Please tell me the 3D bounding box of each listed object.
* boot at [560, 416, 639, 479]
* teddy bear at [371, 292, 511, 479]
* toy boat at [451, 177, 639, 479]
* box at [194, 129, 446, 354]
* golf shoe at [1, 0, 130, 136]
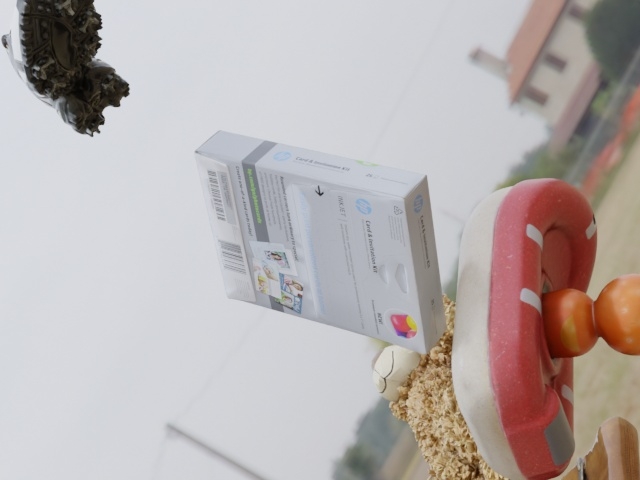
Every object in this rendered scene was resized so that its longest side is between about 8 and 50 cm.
[{"bbox_3d":[0.216,0.334,1.312,0.280,0.096,0.264,-93,22,-50],"label":"boot"},{"bbox_3d":[0.140,0.192,1.563,0.245,0.113,0.338,84,167,-47],"label":"teddy bear"},{"bbox_3d":[0.184,0.057,1.073,0.151,0.151,0.231,63,-153,-44],"label":"toy boat"},{"bbox_3d":[0.000,0.000,1.114,0.038,0.186,0.145,-45,-42,-39],"label":"box"},{"bbox_3d":[-0.212,-0.149,1.113,0.077,0.094,0.198,-47,-16,-15],"label":"golf shoe"}]
